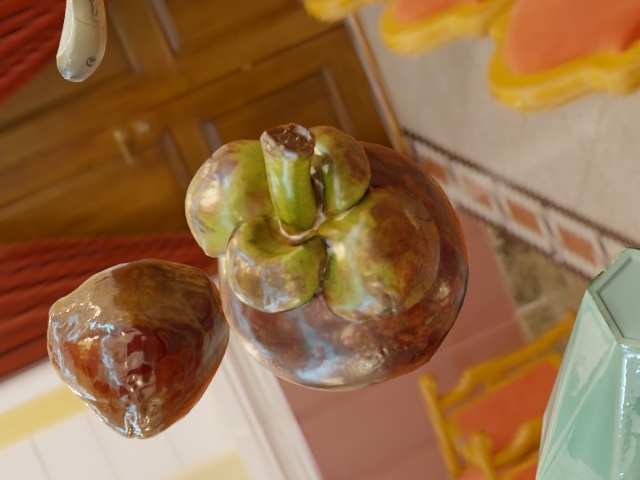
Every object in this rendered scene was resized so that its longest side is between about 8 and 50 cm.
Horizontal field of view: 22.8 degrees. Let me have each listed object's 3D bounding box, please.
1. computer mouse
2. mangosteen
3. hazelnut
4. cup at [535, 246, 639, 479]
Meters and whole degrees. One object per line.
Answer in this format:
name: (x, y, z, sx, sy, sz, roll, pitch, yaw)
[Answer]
computer mouse: (-0.255, -0.227, 1.732, 0.032, 0.056, 0.110, 10, 94, 34)
mangosteen: (0.001, 0.012, 0.896, 0.181, 0.156, 0.145, 19, -110, -71)
hazelnut: (-0.212, 0.132, 1.938, 0.229, 0.229, 0.229, 62, 170, 19)
cup: (0.261, 0.120, 1.297, 0.235, 0.148, 0.134, 95, 155, -50)
